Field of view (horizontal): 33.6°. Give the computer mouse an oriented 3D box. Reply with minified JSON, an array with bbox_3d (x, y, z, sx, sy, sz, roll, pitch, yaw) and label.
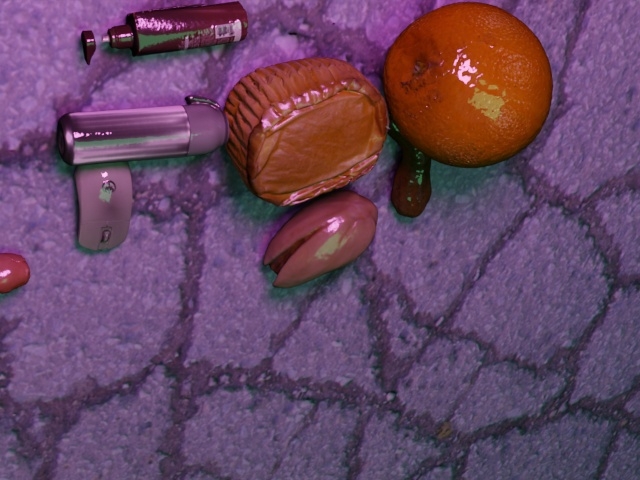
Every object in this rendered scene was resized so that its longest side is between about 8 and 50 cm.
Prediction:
[{"bbox_3d":[-0.339,-0.049,1.659,0.089,0.056,0.181,-4,126,-21],"label":"computer mouse"}]

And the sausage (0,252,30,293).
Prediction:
[{"bbox_3d":[-0.572,0.050,1.565,0.304,0.078,0.078,0,125,-49],"label":"sausage"}]

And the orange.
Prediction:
[{"bbox_3d":[0.232,-0.246,1.681,0.274,0.274,0.274,-15,129,-19],"label":"orange"}]

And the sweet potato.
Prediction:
[{"bbox_3d":[0.157,-0.137,1.863,0.081,0.062,0.233,-20,128,-13],"label":"sweet potato"}]

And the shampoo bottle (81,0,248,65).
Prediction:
[{"bbox_3d":[-0.225,-0.301,1.529,0.236,0.067,0.068,-11,109,-20],"label":"shampoo bottle"}]

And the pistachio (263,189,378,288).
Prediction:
[{"bbox_3d":[0.000,0.000,1.839,0.226,0.136,0.136,-34,133,6],"label":"pistachio"}]

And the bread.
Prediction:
[{"bbox_3d":[-0.024,-0.179,1.679,0.253,0.142,0.227,-19,129,-19],"label":"bread"}]

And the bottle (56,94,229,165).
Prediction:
[{"bbox_3d":[-0.266,-0.168,1.599,0.254,0.079,0.096,-6,87,-23],"label":"bottle"}]
